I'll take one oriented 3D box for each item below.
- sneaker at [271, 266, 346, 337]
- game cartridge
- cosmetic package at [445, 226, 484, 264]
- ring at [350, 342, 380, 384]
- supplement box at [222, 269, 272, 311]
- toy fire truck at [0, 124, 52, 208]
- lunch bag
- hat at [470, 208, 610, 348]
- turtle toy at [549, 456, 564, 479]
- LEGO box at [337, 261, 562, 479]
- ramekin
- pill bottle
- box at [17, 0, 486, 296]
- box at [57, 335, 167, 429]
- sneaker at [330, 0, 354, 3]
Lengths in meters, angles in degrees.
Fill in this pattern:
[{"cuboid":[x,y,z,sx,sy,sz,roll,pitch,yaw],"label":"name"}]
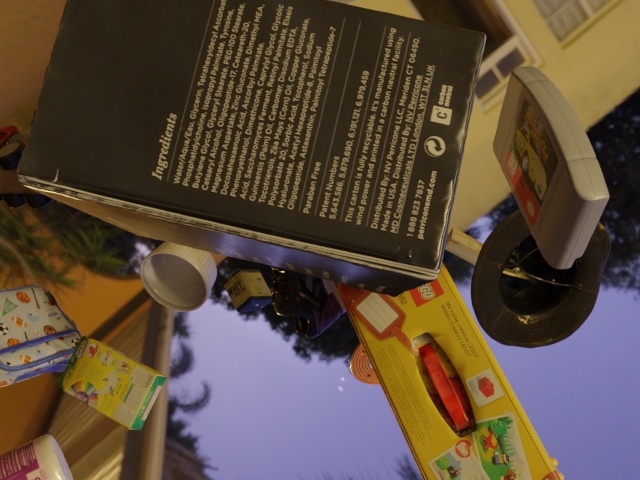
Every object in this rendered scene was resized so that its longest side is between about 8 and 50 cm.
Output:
[{"cuboid":[-0.049,0.084,1.416,0.124,0.283,0.107,-45,-146,-19],"label":"sneaker"},{"cuboid":[0.350,-0.126,1.125,0.060,0.196,0.294,-6,-129,-10],"label":"game cartridge"},{"cuboid":[0.374,0.019,1.829,0.041,0.115,0.060,-60,-176,31],"label":"cosmetic package"},{"cuboid":[0.242,0.320,2.175,0.337,0.336,0.032,-37,-132,9],"label":"ring"},{"cuboid":[-0.170,0.118,1.688,0.056,0.083,0.083,-41,156,25],"label":"supplement box"},{"cuboid":[-0.562,-0.199,1.383,0.217,0.158,0.246,2,-137,31],"label":"toy fire truck"},{"cuboid":[-0.746,0.236,1.790,0.115,0.243,0.303,-46,167,21],"label":"lunch bag"},{"cuboid":[0.437,0.056,1.519,0.331,0.331,0.134,-39,-156,1],"label":"hat"},{"cuboid":[0.466,0.517,1.536,0.095,0.066,0.130,-61,-174,18],"label":"turtle toy"},{"cuboid":[0.253,0.300,1.306,0.193,0.372,0.500,-28,-120,6],"label":"LEGO box"},{"cuboid":[-0.390,0.088,2.025,0.207,0.207,0.109,-28,-161,34],"label":"ramekin"},{"cuboid":[-0.702,0.561,1.560,0.302,0.169,0.169,-24,-168,-18],"label":"pill bottle"},{"cuboid":[-0.069,-0.118,1.007,0.480,0.472,0.297,84,17,-84],"label":"box"},{"cuboid":[-0.369,0.246,1.258,0.105,0.179,0.043,-64,159,-8],"label":"box"},{"cuboid":[-0.038,-0.553,1.503,0.296,0.104,0.146,-14,-119,3],"label":"sneaker"}]
